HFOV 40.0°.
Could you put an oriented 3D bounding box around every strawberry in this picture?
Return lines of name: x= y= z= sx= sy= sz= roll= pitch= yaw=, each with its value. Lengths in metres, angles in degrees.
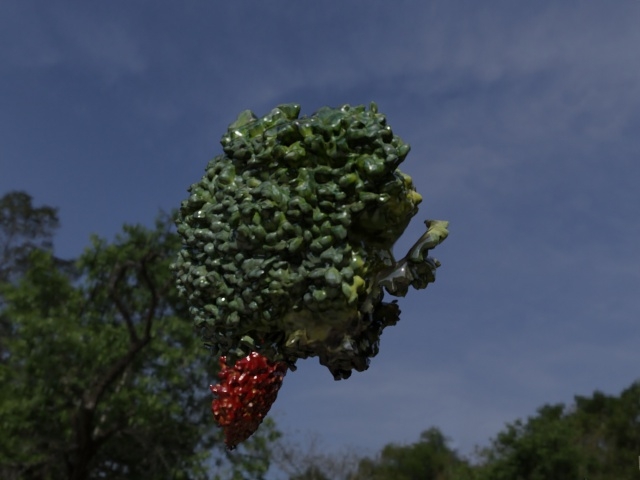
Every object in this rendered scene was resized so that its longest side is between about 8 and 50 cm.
strawberry: x=-0.105 y=0.229 z=1.624 sx=0.137 sy=0.307 sz=0.233 roll=-7 pitch=-15 yaw=16

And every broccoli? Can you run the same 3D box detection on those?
broccoli: x=-0.015 y=-0.001 z=1.059 sx=0.271 sy=0.335 sz=0.324 roll=-1 pitch=-5 yaw=-32

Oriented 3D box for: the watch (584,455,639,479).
watch: x=0.561 y=0.513 z=1.648 sx=0.164 sy=0.102 sz=0.269 roll=-6 pitch=-64 yaw=34
